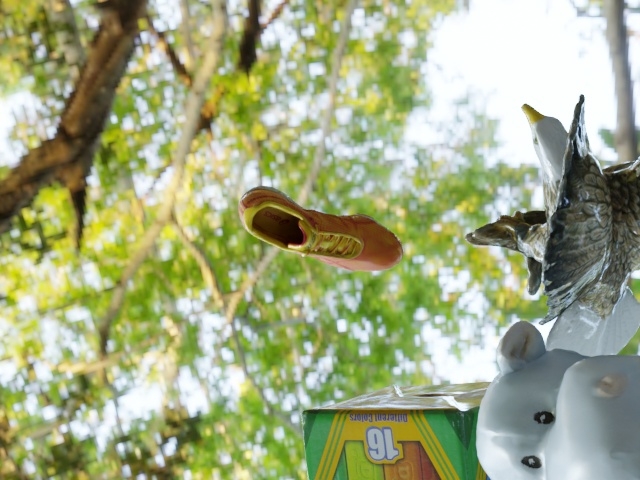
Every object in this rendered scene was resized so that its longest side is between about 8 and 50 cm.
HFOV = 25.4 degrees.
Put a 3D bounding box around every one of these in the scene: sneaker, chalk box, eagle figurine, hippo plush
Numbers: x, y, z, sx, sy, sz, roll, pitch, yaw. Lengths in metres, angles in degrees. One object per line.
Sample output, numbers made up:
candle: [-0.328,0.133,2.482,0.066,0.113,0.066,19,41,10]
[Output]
sneaker: [0.000,0.000,1.407,0.175,0.064,0.067,15,-157,-14]
chalk box: [0.112,0.287,1.339,0.180,0.288,0.179,-7,180,34]
eagle figurine: [0.236,-0.026,1.162,0.225,0.298,0.226,27,-104,-14]
hippo plush: [0.232,0.107,0.990,0.237,0.234,0.294,11,-179,-27]
